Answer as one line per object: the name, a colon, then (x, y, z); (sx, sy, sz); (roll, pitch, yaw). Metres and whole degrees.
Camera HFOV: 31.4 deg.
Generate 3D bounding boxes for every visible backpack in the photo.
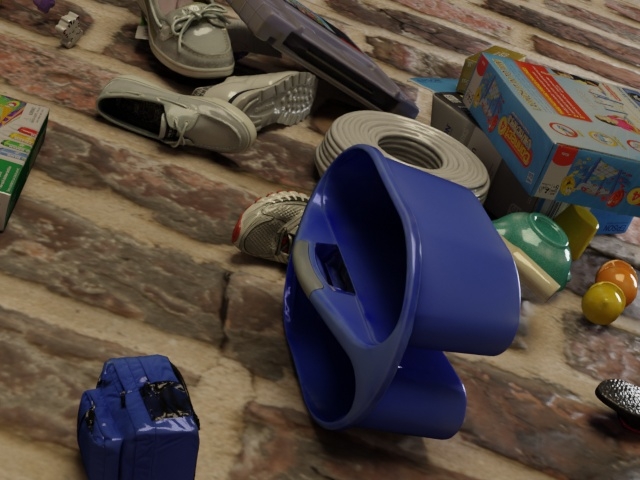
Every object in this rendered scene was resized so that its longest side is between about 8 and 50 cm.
backpack: (-0.160, 0.155, 0.989); (0.101, 0.098, 0.120); (3, 32, -23)

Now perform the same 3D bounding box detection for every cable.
cable: (0.117, -0.102, 1.649); (0.257, 0.089, 0.257); (32, 30, 22)

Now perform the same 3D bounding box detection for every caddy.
caddy: (0.055, 0.050, 1.176); (0.179, 0.241, 0.341); (16, 26, -22)

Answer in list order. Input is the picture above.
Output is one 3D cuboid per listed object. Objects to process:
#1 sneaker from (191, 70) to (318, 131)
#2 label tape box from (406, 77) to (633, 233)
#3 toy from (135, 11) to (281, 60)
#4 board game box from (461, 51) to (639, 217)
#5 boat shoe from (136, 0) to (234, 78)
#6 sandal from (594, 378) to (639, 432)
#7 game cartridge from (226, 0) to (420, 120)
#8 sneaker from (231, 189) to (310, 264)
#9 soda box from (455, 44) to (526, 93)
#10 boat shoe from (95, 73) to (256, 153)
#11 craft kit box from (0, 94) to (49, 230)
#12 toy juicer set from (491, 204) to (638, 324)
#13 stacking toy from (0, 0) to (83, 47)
sneaker: (-0.092, -0.224, 1.746); (0.095, 0.090, 0.235); (23, 23, 29)
label tape box: (0.316, -0.141, 1.833); (0.249, 0.115, 0.348); (-3, 32, -37)
toy: (-0.187, -0.331, 1.902); (0.237, 0.056, 0.137); (10, 32, -9)
board game box: (0.401, -0.150, 1.686); (0.302, 0.086, 0.308); (10, 29, -19)
boat shoe: (-0.219, -0.370, 1.807); (0.118, 0.103, 0.320); (-8, 46, -20)
sandal: (0.382, 0.204, 1.336); (0.179, 0.040, 0.067); (16, 29, -39)
game cartridge: (-0.007, -0.326, 1.875); (0.355, 0.068, 0.230); (26, 23, -40)
sneaker: (0.000, 0.000, 1.389); (0.225, 0.088, 0.092); (5, 32, -26)
soda box: (0.285, -0.278, 1.887); (0.061, 0.058, 0.181); (22, 23, 17)
boat shoe: (-0.204, -0.162, 1.572); (0.227, 0.079, 0.081); (19, 36, 9)
craft kit box: (-0.464, -0.120, 1.338); (0.247, 0.061, 0.250); (12, 28, -9)
toy juicer set: (0.302, 0.041, 1.530); (0.329, 0.089, 0.209); (2, 44, -46)
stacking toy: (-0.407, -0.419, 1.806); (0.167, 0.052, 0.221); (29, 65, 15)
